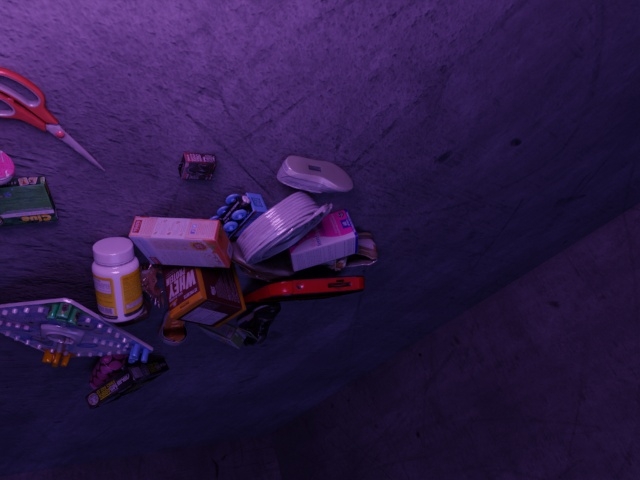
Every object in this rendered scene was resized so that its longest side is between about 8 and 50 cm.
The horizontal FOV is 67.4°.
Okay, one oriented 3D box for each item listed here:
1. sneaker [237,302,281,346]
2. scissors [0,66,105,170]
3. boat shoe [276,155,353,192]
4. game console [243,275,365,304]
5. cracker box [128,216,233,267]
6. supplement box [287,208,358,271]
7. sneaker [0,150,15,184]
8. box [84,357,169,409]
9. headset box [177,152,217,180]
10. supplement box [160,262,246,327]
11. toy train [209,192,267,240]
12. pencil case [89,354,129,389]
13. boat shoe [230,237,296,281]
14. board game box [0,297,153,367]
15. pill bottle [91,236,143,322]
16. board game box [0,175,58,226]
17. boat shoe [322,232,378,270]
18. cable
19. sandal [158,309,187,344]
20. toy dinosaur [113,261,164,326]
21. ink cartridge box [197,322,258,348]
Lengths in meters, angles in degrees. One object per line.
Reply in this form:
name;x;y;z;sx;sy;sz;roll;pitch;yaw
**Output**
sneaker;-0.226;0.333;1.877;0.107;0.124;0.283;0;154;-35
scissors;-0.516;-0.225;0.940;0.109;0.021;0.297;-33;147;16
boat shoe;-0.016;-0.167;1.300;0.227;0.079;0.081;10;147;-35
game console;-0.063;0.184;1.764;0.386;0.060;0.342;0;169;-31
cracker box;-0.366;0.006;1.284;0.232;0.067;0.156;2;151;6
supplement box;0.000;0.000;1.535;0.219;0.111;0.114;-17;150;-6
sneaker;-0.720;-0.130;0.906;0.252;0.103;0.111;0;149;-21
box;-0.763;0.565;1.919;0.216;0.060;0.270;-34;169;5
headset box;-0.297;-0.176;1.145;0.083;0.032;0.062;-2;145;-32
supplement box;-0.356;0.140;1.462;0.129;0.192;0.194;-33;149;19
toy train;-0.233;-0.059;1.332;0.105;0.080;0.184;4;142;-46
pencil case;-0.826;0.504;1.871;0.209;0.095;0.098;-43;171;37
boat shoe;-0.204;0.072;1.520;0.116;0.123;0.324;-28;150;22
board game box;-0.771;0.289;1.424;0.389;0.051;0.390;-7;147;17
pill bottle;-0.547;0.105;1.294;0.119;0.119;0.209;-7;119;-23
board game box;-0.730;-0.076;1.045;0.259;0.030;0.136;-8;145;-21
boat shoe;0.060;0.046;1.653;0.302;0.103;0.113;-10;148;-18
cable;-0.115;-0.034;1.346;0.257;0.089;0.257;-30;172;-35
sandal;-0.545;0.340;1.784;0.101;0.076;0.265;-6;147;-23
toy dinosaur;-0.576;0.200;1.503;0.200;0.127;0.296;-14;156;-25
ink cartridge box;-0.350;0.353;1.820;0.209;0.062;0.109;18;156;19
